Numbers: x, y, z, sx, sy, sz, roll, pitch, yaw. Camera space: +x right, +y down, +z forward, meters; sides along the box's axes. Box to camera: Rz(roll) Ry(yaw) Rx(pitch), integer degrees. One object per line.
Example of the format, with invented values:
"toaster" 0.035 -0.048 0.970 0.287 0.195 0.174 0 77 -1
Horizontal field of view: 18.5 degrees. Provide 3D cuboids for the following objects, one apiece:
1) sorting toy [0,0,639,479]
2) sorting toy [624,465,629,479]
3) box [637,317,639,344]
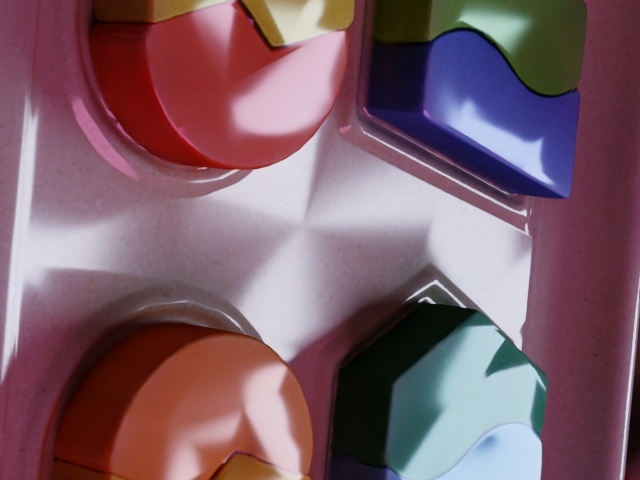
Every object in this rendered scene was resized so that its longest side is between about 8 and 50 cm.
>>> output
"sorting toy" 0.000 0.000 0.411 0.208 0.193 0.038 3 -176 -41
"sorting toy" -0.027 0.066 0.589 0.126 0.127 0.365 -9 159 29
"box" 0.124 -0.010 0.548 0.036 0.114 0.207 -23 151 -11
